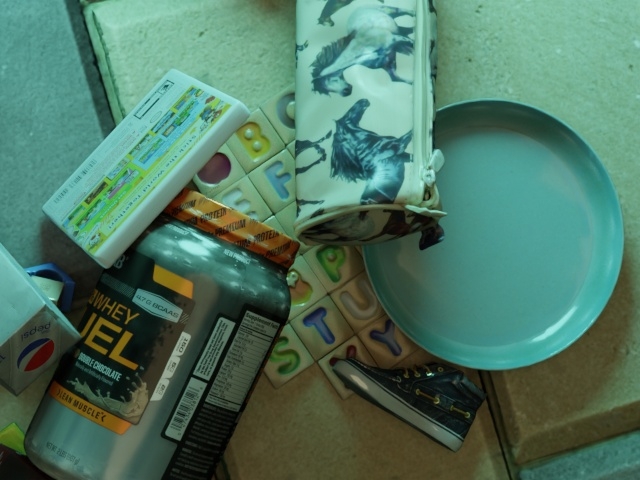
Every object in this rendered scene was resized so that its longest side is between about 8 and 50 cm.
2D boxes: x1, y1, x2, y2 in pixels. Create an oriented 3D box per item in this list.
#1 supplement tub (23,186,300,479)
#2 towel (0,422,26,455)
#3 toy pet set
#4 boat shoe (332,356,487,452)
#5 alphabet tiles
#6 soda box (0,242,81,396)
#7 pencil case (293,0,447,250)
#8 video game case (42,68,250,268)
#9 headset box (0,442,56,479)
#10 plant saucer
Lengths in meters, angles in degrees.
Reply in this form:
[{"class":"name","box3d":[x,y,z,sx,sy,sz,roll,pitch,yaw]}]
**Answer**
[{"class":"supplement tub","box3d":[-0.165,0.120,1.717,0.207,0.207,0.338,25,88,-5]},{"class":"towel","box3d":[-0.418,0.313,1.782,0.237,0.021,0.102,-35,97,-7]},{"class":"toy pet set","box3d":[-0.327,0.086,1.791,0.122,0.065,0.114,13,121,-3]},{"class":"boat shoe","box3d":[0.104,0.166,1.823,0.183,0.065,0.083,33,81,-17]},{"class":"alphabet tiles","box3d":[0.000,0.000,1.844,0.285,0.011,0.342,-34,92,-6]},{"class":"soda box","box3d":[-0.383,0.033,1.688,0.098,0.091,0.286,-43,58,-7]},{"class":"pencil case","box3d":[0.062,-0.197,1.747,0.184,0.160,0.410,-7,74,30]},{"class":"video game case","box3d":[-0.197,-0.085,1.734,0.227,0.206,0.026,-47,120,-6]},{"class":"headset box","box3d":[-0.307,0.362,1.663,0.110,0.293,0.218,34,83,-37]},{"class":"plant saucer","box3d":[0.199,-0.006,1.844,0.318,0.044,0.317,1,85,-9]}]
